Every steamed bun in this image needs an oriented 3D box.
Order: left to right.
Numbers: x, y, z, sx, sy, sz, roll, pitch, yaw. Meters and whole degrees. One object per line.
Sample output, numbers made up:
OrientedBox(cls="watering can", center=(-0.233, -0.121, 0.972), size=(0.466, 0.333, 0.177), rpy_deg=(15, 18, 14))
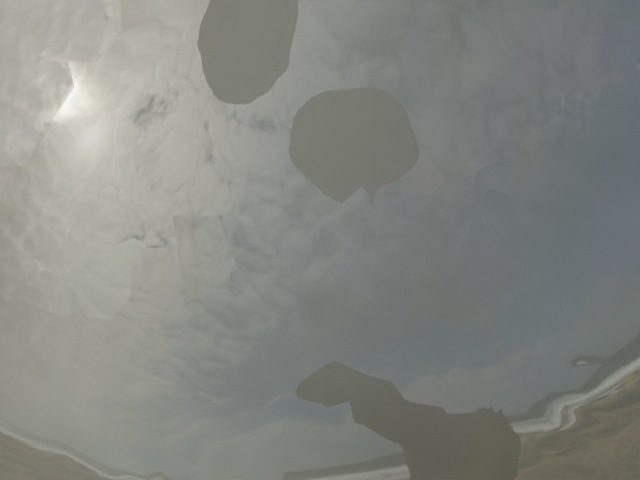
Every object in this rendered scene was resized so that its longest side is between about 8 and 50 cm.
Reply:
OrientedBox(cls="steamed bun", center=(-0.002, 0.005, 0.478), size=(0.334, 0.374, 0.334), rpy_deg=(14, 52, -19))
